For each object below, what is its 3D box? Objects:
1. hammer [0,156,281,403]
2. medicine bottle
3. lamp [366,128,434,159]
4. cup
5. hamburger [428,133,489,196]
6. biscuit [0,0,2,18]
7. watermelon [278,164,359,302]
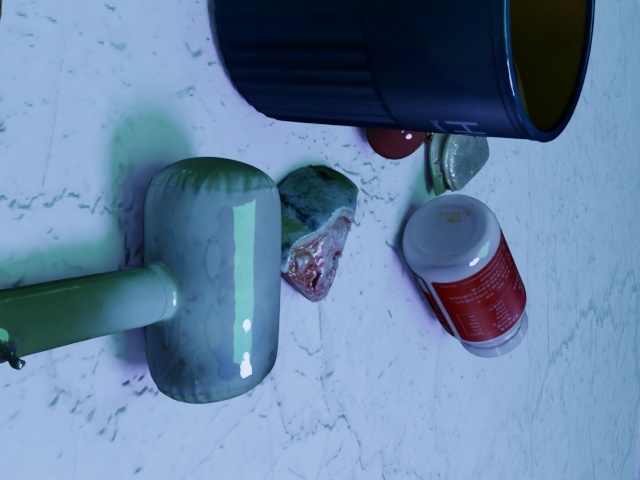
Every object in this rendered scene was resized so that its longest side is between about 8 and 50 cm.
[{"bbox_3d":[-0.158,0.045,0.746,0.335,0.118,0.207,-11,103,-52],"label":"hammer"},{"bbox_3d":[0.205,0.054,1.330,0.250,0.131,0.131,56,49,-48],"label":"medicine bottle"},{"bbox_3d":[0.094,-0.143,1.149,0.101,0.090,0.101,-63,179,-1],"label":"lamp"},{"bbox_3d":[0.092,-0.232,0.926,0.308,0.292,0.242,-44,132,-49],"label":"cup"},{"bbox_3d":[0.185,-0.124,1.345,0.121,0.054,0.084,-49,137,-34],"label":"hamburger"},{"bbox_3d":[-0.250,-0.153,0.617,0.118,0.029,0.247,12,85,-66],"label":"biscuit"},{"bbox_3d":[0.000,0.000,1.038,0.187,0.071,0.139,-44,136,-48],"label":"watermelon"}]
